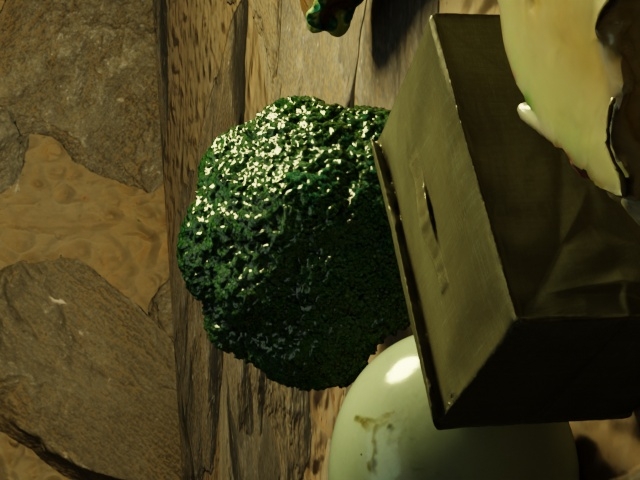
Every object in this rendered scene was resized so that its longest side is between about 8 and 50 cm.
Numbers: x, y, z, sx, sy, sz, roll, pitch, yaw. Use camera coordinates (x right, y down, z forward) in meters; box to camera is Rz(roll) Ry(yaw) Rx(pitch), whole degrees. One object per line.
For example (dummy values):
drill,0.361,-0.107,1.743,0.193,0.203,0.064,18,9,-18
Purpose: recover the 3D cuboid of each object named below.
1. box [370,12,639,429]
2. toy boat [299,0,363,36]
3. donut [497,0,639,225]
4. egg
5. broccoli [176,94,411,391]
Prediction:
box,0.137,-0.014,0.744,0.149,0.156,0.231,113,152,-55
toy boat,0.051,-0.295,1.154,0.099,0.108,0.293,55,158,-4
donut,0.197,-0.198,0.499,0.371,0.150,0.307,111,146,-51
egg,0.099,0.190,0.840,0.183,0.183,0.264,-124,26,-63
broccoli,0.000,0.000,1.125,0.297,0.298,0.297,51,-148,-71
